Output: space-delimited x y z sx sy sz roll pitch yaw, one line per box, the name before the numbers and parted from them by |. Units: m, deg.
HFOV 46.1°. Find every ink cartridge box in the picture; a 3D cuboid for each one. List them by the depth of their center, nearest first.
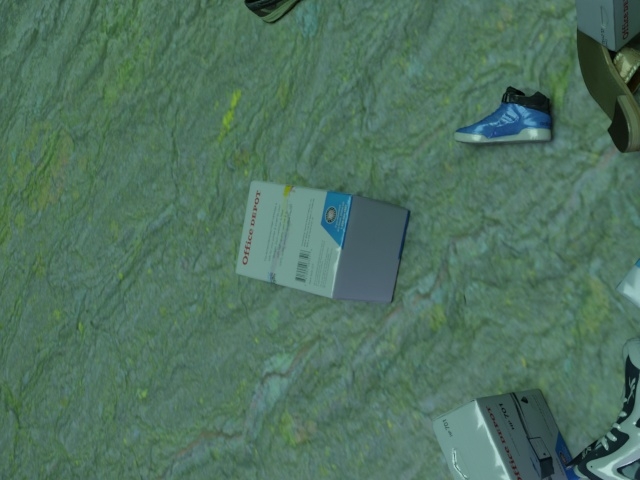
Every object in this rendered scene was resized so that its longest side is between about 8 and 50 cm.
ink cartridge box | 0.417 -0.354 0.975 0.175 0.127 0.072 -41 56 -2
ink cartridge box | 0.257 0.287 1.033 0.082 0.190 0.140 -36 63 32
ink cartridge box | 0.000 0.000 1.299 0.232 0.168 0.171 13 92 40

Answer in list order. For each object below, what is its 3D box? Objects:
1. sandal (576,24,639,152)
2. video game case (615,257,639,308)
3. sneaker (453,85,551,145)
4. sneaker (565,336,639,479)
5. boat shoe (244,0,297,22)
sandal | 0.424 -0.219 1.037 0.079 0.088 0.240 -7 55 2
video game case | 0.502 0.025 0.801 0.244 0.061 0.269 44 109 33
sneaker | 0.279 -0.192 1.158 0.152 0.058 0.085 2 91 36
sneaker | 0.389 0.254 0.988 0.153 0.094 0.235 -17 84 29
boat shoe | -0.060 -0.516 1.475 0.223 0.073 0.080 -34 64 33
